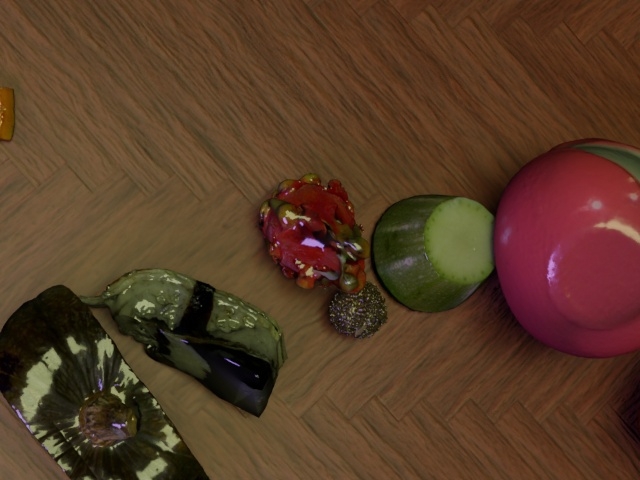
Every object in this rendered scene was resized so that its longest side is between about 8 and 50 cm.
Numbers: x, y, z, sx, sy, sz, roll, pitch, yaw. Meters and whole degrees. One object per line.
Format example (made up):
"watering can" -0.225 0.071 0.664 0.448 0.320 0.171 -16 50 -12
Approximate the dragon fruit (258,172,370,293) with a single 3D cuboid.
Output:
"dragon fruit" 0.000 0.000 1.380 0.133 0.207 0.150 -32 135 -4

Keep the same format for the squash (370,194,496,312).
"squash" 0.166 0.012 1.435 0.170 0.123 0.170 3 81 -21

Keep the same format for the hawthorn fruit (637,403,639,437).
"hawthorn fruit" 0.581 0.216 1.456 0.276 0.276 0.307 25 63 -11

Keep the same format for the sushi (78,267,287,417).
"sushi" -0.166 0.101 1.342 0.273 0.134 0.109 27 60 7

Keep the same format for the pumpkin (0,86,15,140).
"pumpkin" -0.437 -0.168 1.334 0.101 0.035 0.073 5 79 -12

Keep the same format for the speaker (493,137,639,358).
"speaker" 0.372 0.006 1.412 0.294 0.294 0.294 2 82 -15

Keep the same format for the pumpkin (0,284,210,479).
"pumpkin" -0.262 0.207 1.234 0.139 0.222 0.317 -34 91 -16

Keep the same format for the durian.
"durian" 0.049 0.088 1.415 0.080 0.080 0.091 -5 68 -16
